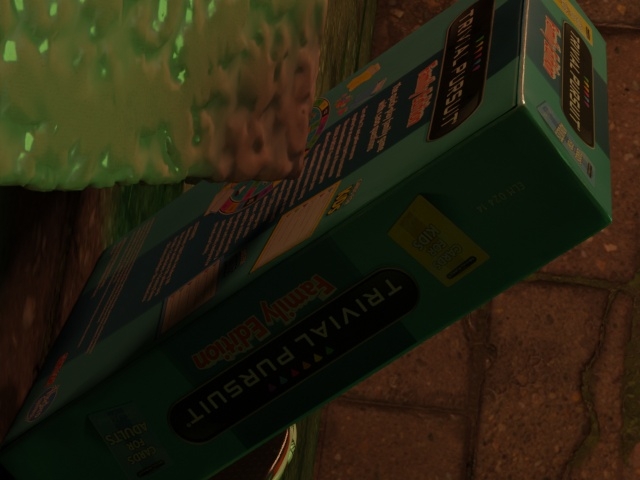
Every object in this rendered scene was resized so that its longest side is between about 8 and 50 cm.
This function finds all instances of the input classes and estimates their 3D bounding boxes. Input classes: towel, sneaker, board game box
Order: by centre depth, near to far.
[{"bbox_3d":[-0.076,-0.181,0.884,0.332,0.053,0.316,-3,101,-66],"label":"towel"},{"bbox_3d":[0.000,0.000,1.059,0.079,0.336,0.254,51,22,-16],"label":"board game box"},{"bbox_3d":[-0.067,0.196,1.746,0.270,0.090,0.145,-82,173,-52],"label":"sneaker"}]

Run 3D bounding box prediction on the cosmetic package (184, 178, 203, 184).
[{"bbox_3d":[-0.064,-0.090,1.400,0.239,0.099,0.060,72,27,-77],"label":"cosmetic package"}]
